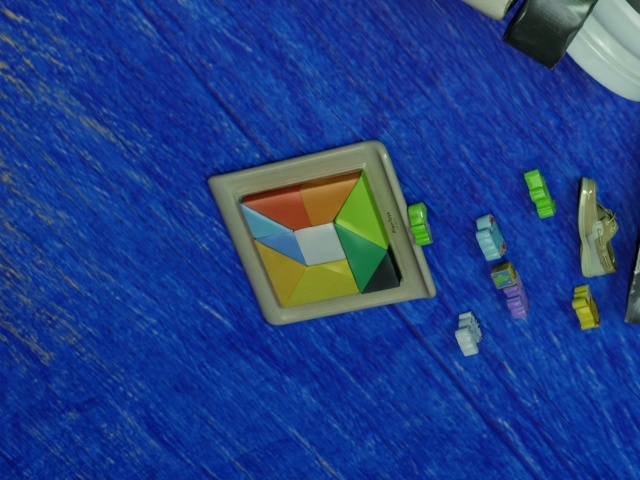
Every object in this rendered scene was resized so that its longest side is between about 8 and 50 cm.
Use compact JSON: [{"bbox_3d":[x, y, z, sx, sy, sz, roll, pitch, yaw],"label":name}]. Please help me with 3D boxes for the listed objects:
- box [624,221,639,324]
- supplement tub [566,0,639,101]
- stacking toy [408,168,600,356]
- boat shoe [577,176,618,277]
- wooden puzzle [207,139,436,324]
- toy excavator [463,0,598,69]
[{"bbox_3d":[0.545,-0.025,1.467,0.395,0.097,0.318,9,122,11],"label":"box"},{"bbox_3d":[0.353,-0.279,1.301,0.191,0.191,0.272,40,124,-10],"label":"supplement tub"},{"bbox_3d":[0.216,0.028,1.630,0.167,0.052,0.221,-15,114,23],"label":"stacking toy"},{"bbox_3d":[0.315,-0.016,1.572,0.045,0.050,0.135,-2,131,14],"label":"boat shoe"},{"bbox_3d":[0.000,0.000,1.676,0.239,0.044,0.221,-10,119,22],"label":"wooden puzzle"},{"bbox_3d":[0.246,-0.438,1.161,0.222,0.445,0.433,31,148,2],"label":"toy excavator"}]
